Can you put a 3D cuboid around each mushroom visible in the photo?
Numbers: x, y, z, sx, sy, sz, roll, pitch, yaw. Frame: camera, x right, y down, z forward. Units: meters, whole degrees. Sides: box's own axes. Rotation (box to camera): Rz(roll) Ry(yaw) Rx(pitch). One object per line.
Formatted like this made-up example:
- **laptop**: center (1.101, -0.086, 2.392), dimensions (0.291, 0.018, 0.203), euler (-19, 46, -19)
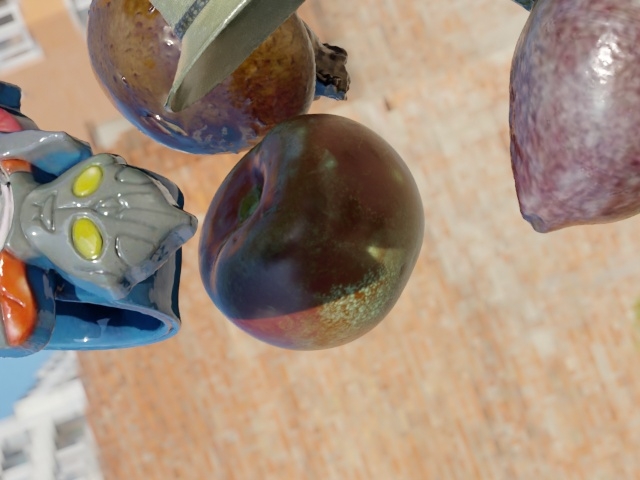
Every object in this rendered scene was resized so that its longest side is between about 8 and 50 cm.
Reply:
- **mushroom**: center (-0.121, -0.271, 2.486), dimensions (0.331, 0.356, 0.334), euler (21, 138, 59)

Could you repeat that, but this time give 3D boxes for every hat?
- **hat**: center (-0.083, -0.243, 1.559), dimensions (0.130, 0.257, 0.257), euler (46, -175, 1)

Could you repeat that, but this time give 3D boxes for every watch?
- **watch**: center (-0.216, 0.002, 1.623), dimensions (0.274, 0.305, 0.241), euler (35, -125, -63)

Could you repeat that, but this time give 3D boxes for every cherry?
- **cherry**: center (0.266, -0.140, 1.636), dimensions (0.203, 0.300, 0.230), euler (22, -171, -13)

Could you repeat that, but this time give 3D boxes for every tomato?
- **tomato**: center (0.000, 0.000, 2.040), dimensions (0.222, 0.270, 0.270), euler (25, -154, -23)

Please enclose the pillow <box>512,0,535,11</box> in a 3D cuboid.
- **pillow**: center (0.267, -0.353, 2.110), dimensions (0.113, 0.203, 0.038), euler (35, 162, 21)
